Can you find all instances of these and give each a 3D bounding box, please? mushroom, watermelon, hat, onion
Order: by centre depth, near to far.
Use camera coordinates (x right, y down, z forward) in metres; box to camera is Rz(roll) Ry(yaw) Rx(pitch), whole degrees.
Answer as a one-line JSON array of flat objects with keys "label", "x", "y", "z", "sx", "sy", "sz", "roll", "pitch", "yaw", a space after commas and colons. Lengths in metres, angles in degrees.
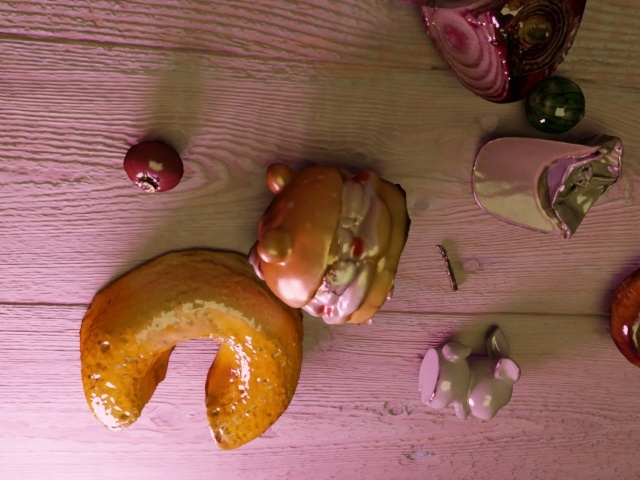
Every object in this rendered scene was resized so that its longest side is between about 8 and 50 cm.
[{"label": "onion", "x": 0.302, "y": -0.338, "z": 1.113, "sx": 0.206, "sy": 0.216, "sz": 0.207, "roll": -39, "pitch": 128, "yaw": -5}, {"label": "watermelon", "x": 0.409, "y": -0.233, "z": 1.238, "sx": 0.109, "sy": 0.109, "sz": 0.108, "roll": -3, "pitch": 118, "yaw": -6}, {"label": "hat", "x": 0.418, "y": -0.132, "z": 1.312, "sx": 0.245, "sy": 0.149, "sz": 0.214, "roll": 26, "pitch": 136, "yaw": 17}, {"label": "mushroom", "x": 0.711, "y": 0.149, "z": 1.452, "sx": 0.253, "sy": 0.153, "sz": 0.253, "roll": -2, "pitch": 117, "yaw": -4}]

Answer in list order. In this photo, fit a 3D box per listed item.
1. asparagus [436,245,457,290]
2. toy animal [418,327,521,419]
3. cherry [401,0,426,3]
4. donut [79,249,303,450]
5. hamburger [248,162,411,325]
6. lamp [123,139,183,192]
[{"label": "asparagus", "x": 0.252, "y": 0.054, "z": 1.416, "sx": 0.015, "sy": 0.014, "sz": 0.114, "roll": -29, "pitch": 119, "yaw": -11}, {"label": "toy animal", "x": 0.307, "y": 0.278, "z": 1.481, "sx": 0.193, "sy": 0.127, "sz": 0.178, "roll": 2, "pitch": 116, "yaw": -6}, {"label": "cherry", "x": 0.130, "y": -0.440, "z": 1.054, "sx": 0.176, "sy": 0.140, "sz": 0.176, "roll": 0, "pitch": 88, "yaw": -17}, {"label": "donut", "x": -0.233, "y": 0.209, "z": 1.347, "sx": 0.436, "sy": 0.163, "sz": 0.377, "roll": 15, "pitch": 114, "yaw": -14}, {"label": "hamburger", "x": 0.000, "y": 0.000, "z": 1.218, "sx": 0.237, "sy": 0.276, "sz": 0.276, "roll": 15, "pitch": 115, "yaw": -18}, {"label": "lamp", "x": -0.280, "y": -0.124, "z": 1.205, "sx": 0.101, "sy": 0.090, "sz": 0.101, "roll": 9, "pitch": 150, "yaw": 6}]
